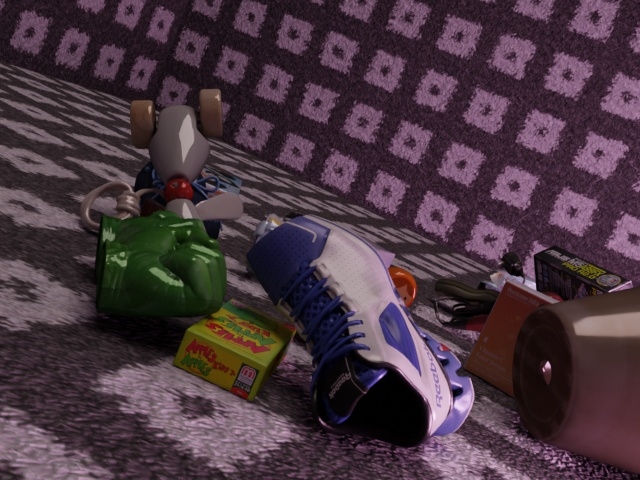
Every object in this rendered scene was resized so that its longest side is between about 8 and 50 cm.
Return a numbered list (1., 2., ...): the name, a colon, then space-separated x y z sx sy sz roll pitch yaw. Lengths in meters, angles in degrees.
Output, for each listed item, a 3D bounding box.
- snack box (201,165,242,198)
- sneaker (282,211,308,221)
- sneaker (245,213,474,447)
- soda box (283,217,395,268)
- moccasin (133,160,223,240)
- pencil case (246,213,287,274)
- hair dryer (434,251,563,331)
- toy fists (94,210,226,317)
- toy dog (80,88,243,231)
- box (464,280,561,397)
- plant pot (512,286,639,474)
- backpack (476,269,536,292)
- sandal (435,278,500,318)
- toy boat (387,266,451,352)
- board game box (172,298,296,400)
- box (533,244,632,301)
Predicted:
1. snack box: -0.292 -0.140 1.862 0.187 0.060 0.322 22 9 -8
2. sneaker: 0.000 0.000 1.769 0.211 0.080 0.081 31 0 -16
3. sneaker: 0.033 0.105 0.836 0.315 0.127 0.182 47 19 11
4. soda box: 0.028 0.031 1.559 0.098 0.091 0.286 31 12 36
5. moccasin: -0.278 -0.095 1.427 0.138 0.116 0.342 17 11 -38
6. pencil case: 0.010 0.053 1.297 0.273 0.113 0.124 23 -14 3
7. hair dryer: 0.389 0.173 1.533 0.080 0.224 0.293 54 -1 -43
8. toy fists: -0.191 0.021 0.909 0.142 0.096 0.279 8 9 -19
9. toy dog: -0.234 -0.096 1.259 0.220 0.333 0.161 11 -30 7
10. box: 0.345 0.171 1.278 0.130 0.170 0.091 28 9 30
11. plant pot: 0.443 0.199 1.083 0.281 0.322 0.323 4 12 -11
12. backpack: 0.481 0.154 1.860 0.188 0.144 0.166 30 5 22
13. sandal: 0.369 0.163 1.712 0.120 0.086 0.303 35 -10 -31
14. toy boat: 0.083 0.108 1.030 0.151 0.151 0.231 15 12 -42
15. board game box: -0.090 0.118 0.863 0.092 0.043 0.181 25 8 5
16. box: 0.536 0.169 1.549 0.060 0.269 0.216 -21 26 -19
